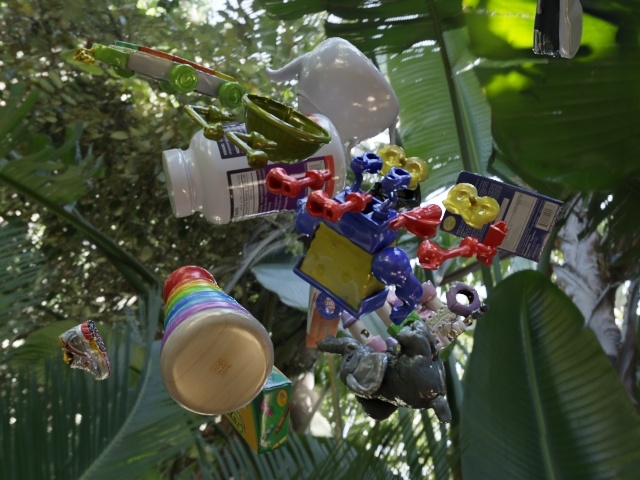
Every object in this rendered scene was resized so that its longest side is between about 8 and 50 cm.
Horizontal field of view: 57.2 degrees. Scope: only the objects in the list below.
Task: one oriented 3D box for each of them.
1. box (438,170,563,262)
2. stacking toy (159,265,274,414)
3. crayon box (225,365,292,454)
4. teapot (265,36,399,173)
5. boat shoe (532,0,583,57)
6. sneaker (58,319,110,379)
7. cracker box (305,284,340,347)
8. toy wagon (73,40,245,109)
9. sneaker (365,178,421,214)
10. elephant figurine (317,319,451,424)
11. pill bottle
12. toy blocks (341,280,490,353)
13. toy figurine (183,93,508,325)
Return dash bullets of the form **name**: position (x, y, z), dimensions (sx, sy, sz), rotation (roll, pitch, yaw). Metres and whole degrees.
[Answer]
- **box**: position (0.367, -0.052, 1.213), dimensions (0.225, 0.036, 0.136), rotation (18, -77, -5)
- **stacking toy**: position (-0.172, 0.111, 0.859), dimensions (0.141, 0.330, 0.141), rotation (-5, -73, -17)
- **crayon box**: position (-0.174, 0.357, 1.405), dimensions (0.278, 0.081, 0.165), rotation (26, -64, 53)
- **teapot**: position (0.039, -0.298, 1.293), dimensions (0.187, 0.256, 0.252), rotation (-44, -49, 0)
- **boat shoe**: position (0.467, -0.510, 1.177), dimensions (0.091, 0.114, 0.302), rotation (16, -46, 36)
- **sneaker**: position (-0.585, 0.279, 1.458), dimensions (0.093, 0.088, 0.225), rotation (-18, -39, -16)
- **cracker box**: position (0.010, 0.112, 1.358), dimensions (0.067, 0.232, 0.155), rotation (6, -44, -5)
- **toy wagon**: position (-0.330, -0.350, 1.217), dimensions (0.267, 0.344, 0.068), rotation (24, -79, 42)
- **sneaker**: position (0.117, -0.063, 1.284), dimensions (0.097, 0.276, 0.135), rotation (47, -30, 28)
- **elephant figurine**: position (0.112, 0.262, 1.131), dimensions (0.240, 0.186, 0.169), rotation (-19, -83, 15)
- **pill bottle**: position (-0.126, -0.134, 1.121), dimensions (0.323, 0.181, 0.181), rotation (-12, -56, -18)
- **toy blocks**: position (0.202, 0.191, 1.500), dimensions (0.260, 0.289, 0.309), rotation (53, -22, 17)
- **toy figurine**: position (0.000, 0.000, 0.678), dimensions (0.363, 0.191, 0.217), rotation (33, -54, 24)
